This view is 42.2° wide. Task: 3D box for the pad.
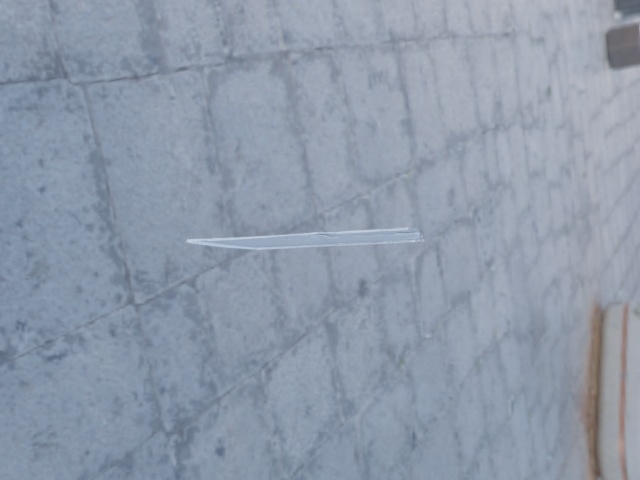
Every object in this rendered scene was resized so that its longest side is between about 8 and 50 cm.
[{"bbox_3d":[0.000,0.000,0.636,0.232,0.156,0.004,13,74,-81],"label":"pad"}]
